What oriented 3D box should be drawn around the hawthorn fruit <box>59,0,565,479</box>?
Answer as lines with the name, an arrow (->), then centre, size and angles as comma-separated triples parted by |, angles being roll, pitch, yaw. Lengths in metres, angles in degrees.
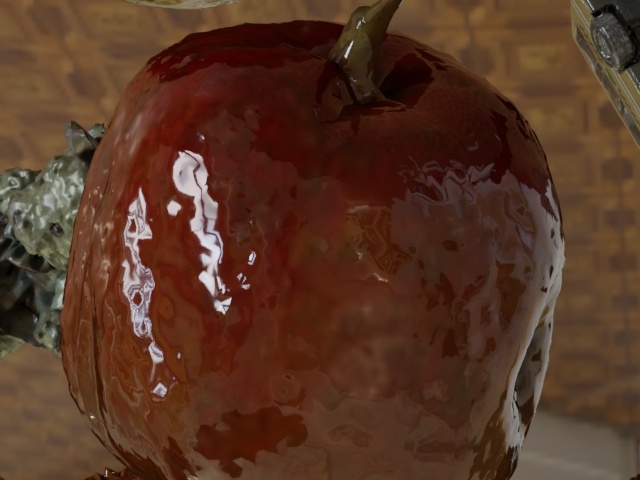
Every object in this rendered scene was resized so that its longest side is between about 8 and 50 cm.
hawthorn fruit -> -0.004, 0.021, 0.883 | 0.258, 0.262, 0.258 | -17, -173, 2

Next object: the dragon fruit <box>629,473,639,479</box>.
dragon fruit -> 0.262, 0.222, 1.142 | 0.192, 0.122, 0.092 | 0, 147, 29

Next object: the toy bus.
toy bus -> 0.426, -0.147, 2.025 | 0.177, 0.365, 0.202 | -26, 164, -4

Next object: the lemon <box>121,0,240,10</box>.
lemon -> -0.049, -0.245, 0.975 | 0.219, 0.240, 0.240 | -12, 168, -35

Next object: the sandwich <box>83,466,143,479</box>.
sandwich -> -0.074, 0.213, 1.015 | 0.160, 0.185, 0.109 | -11, -157, -34

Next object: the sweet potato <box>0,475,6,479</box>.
sweet potato -> -0.326, 0.197, 1.499 | 0.106, 0.355, 0.095 | -39, -167, 4

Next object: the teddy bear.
teddy bear -> -0.160, 0.007, 1.148 | 0.111, 0.133, 0.213 | 3, 149, -46
